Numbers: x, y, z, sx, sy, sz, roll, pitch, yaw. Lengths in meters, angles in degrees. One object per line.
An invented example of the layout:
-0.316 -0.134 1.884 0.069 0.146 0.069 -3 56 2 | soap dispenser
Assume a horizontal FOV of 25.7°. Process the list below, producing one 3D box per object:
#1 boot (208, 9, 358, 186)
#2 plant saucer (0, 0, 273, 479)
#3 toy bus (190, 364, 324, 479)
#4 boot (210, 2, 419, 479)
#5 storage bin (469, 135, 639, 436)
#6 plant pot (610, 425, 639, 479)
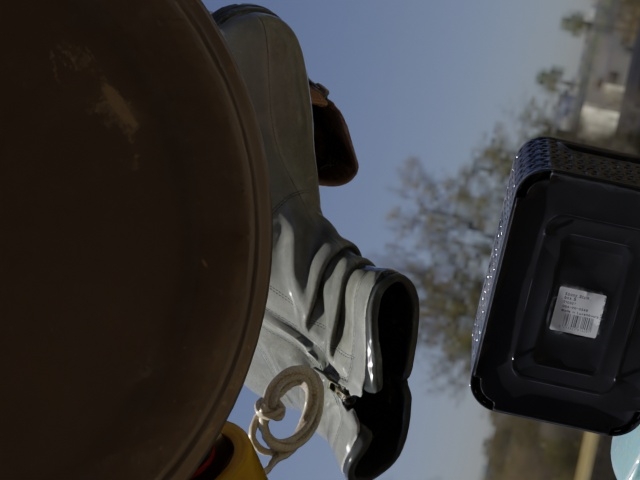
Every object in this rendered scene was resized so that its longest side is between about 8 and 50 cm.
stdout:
-0.037 -0.120 1.188 0.109 0.220 0.283 -55 -32 2 | boot
-0.134 -0.001 0.451 0.041 0.278 0.278 5 80 61 | plant saucer
-0.047 0.155 0.548 0.191 0.104 0.202 11 -85 -49 | toy bus
0.000 0.000 0.777 0.083 0.161 0.246 -18 -62 -32 | boot
0.178 0.031 0.970 0.084 0.122 0.180 -71 -8 -70 | storage bin
0.360 0.124 1.055 0.252 0.247 0.248 -34 -31 -50 | plant pot
